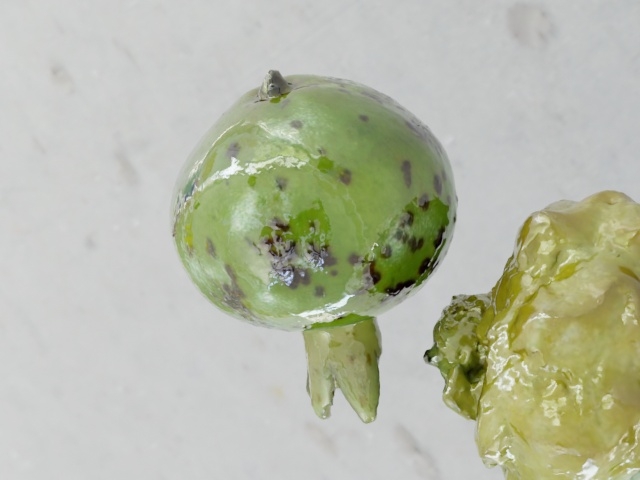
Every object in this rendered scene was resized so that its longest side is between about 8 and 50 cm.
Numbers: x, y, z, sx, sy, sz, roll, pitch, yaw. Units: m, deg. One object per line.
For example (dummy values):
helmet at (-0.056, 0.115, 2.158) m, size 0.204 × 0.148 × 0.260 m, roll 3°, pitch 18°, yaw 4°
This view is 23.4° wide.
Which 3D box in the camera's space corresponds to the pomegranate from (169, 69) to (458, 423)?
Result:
pomegranate at (0.000, 0.000, 1.124) m, size 0.211 × 0.211 × 0.263 m, roll 6°, pitch 115°, yaw 47°

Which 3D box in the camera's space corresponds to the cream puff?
cream puff at (0.169, 0.092, 1.083) m, size 0.185 × 0.282 × 0.282 m, roll 13°, pitch 135°, yaw 16°
